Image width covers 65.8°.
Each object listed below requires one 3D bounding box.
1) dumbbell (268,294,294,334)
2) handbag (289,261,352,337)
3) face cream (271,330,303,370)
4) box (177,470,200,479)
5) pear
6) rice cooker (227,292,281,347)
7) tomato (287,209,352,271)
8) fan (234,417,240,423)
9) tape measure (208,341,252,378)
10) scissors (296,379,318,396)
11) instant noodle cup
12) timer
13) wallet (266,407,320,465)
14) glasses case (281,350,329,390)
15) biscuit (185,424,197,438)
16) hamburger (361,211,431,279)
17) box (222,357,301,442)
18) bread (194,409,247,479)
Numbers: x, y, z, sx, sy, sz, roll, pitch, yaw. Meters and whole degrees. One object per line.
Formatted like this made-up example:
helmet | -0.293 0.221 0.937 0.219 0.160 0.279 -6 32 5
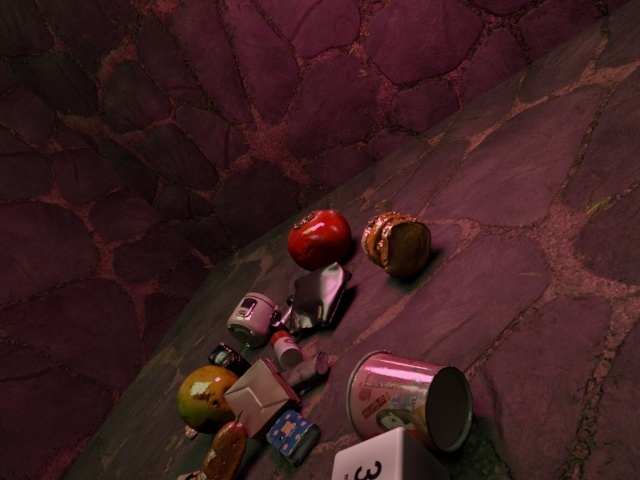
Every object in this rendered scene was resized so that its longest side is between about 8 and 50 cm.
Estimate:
dumbbell | -0.154 0.354 2.314 0.100 0.100 0.191 -16 31 55
handbag | -0.010 0.270 2.149 0.342 0.152 0.288 -29 33 45
face cream | -0.144 0.455 2.064 0.096 0.096 0.214 -44 18 -5
box | -0.488 0.964 1.680 0.214 0.069 0.353 -30 20 35
pear | -0.430 0.636 1.975 0.283 0.283 0.283 -38 18 15
rice cooker | -0.321 0.380 2.425 0.226 0.226 0.244 -25 22 44
tomato | 0.000 0.000 2.494 0.325 0.290 0.293 -37 20 11
fan | -0.293 0.666 1.886 0.130 0.074 0.244 84 -152 -59
tape measure | -0.397 0.555 2.201 0.135 0.202 0.223 -48 33 -21
scissors | -0.051 0.540 1.807 0.113 0.012 0.039 -40 18 9
instant noodle cup | 0.226 0.397 1.218 0.231 0.243 0.243 -9 36 48
timer | 0.149 0.552 1.052 0.195 0.194 0.192 -33 20 26
wallet | -0.093 0.633 1.607 0.141 0.059 0.202 -51 20 -19
glasses case | -0.096 0.517 1.849 0.299 0.060 0.114 -36 15 30
biscuit | -0.527 0.775 2.237 0.188 0.040 0.265 -27 24 40
hamburger | 0.292 0.005 1.914 0.245 0.260 0.211 -52 15 -4
box | -0.215 0.569 1.777 0.215 0.086 0.215 -45 56 0
bread | -0.332 0.743 1.669 0.084 0.124 0.344 132 161 -72
